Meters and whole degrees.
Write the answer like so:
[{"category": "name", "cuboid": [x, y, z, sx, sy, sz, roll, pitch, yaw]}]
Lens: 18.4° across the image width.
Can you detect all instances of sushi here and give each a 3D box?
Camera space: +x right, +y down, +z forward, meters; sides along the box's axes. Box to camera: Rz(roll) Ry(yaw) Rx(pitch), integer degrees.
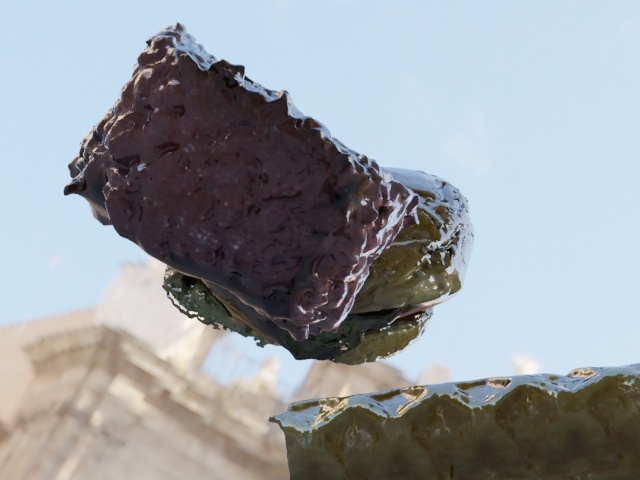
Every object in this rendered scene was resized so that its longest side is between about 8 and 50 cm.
[{"category": "sushi", "cuboid": [-0.061, -0.042, 1.603, 0.270, 0.236, 0.171, 33, -87, -3]}]

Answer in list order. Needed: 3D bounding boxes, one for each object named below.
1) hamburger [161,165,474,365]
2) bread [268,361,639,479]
[{"category": "hamburger", "cuboid": [-0.001, 0.001, 1.834, 0.285, 0.265, 0.134, 8, -56, 4]}, {"category": "bread", "cuboid": [0.109, 0.126, 1.130, 0.269, 0.087, 0.098, -8, -93, 12]}]
